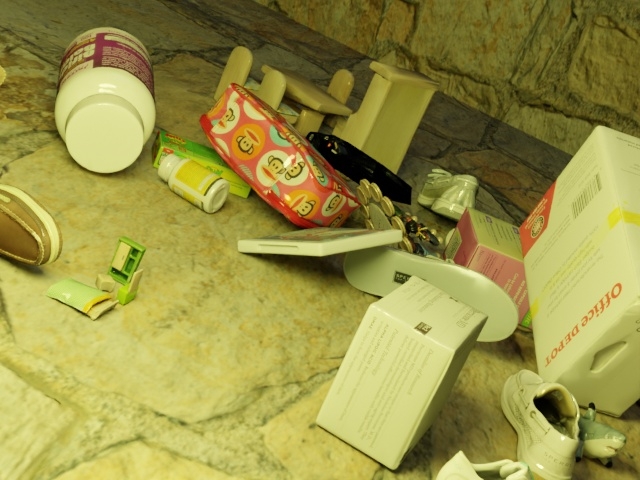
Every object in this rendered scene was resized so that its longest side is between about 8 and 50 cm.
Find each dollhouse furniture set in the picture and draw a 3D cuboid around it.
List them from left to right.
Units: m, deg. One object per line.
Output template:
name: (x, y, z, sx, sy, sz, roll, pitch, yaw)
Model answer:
dollhouse furniture set: (-0.279, 0.045, 1.415, 0.076, 0.059, 0.151, 28, 19, 10)
dollhouse furniture set: (0.036, -0.336, 2.497, 0.362, 0.257, 0.394, 4, 28, -47)

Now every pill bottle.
pill bottle: (-0.367, -0.238, 1.868, 0.169, 0.169, 0.301, 18, 25, -20)
pill bottle: (-0.217, -0.100, 1.860, 0.116, 0.065, 0.065, 31, 20, 17)

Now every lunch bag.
lunch bag: (-0.061, -0.140, 1.969, 0.293, 0.120, 0.258, 48, 12, 23)

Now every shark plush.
shark plush: (0.399, 0.273, 1.625, 0.073, 0.067, 0.161, 19, 20, -16)

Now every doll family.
doll family: (0.168, -0.014, 2.084, 0.193, 0.076, 0.111, 36, 2, 41)

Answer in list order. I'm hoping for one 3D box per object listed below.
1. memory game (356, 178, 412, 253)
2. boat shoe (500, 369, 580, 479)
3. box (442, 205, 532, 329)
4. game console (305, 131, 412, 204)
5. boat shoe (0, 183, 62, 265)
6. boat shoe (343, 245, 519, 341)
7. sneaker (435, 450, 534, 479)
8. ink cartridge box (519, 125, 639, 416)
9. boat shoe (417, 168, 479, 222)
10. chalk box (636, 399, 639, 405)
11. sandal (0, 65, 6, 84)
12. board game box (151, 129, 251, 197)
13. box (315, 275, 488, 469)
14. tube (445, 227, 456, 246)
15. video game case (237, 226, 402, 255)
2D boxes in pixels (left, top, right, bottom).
memory game: (0.115, -0.026, 1.943, 0.012, 0.186, 0.186, -27, 40, -14)
boat shoe: (0.327, 0.247, 1.562, 0.098, 0.096, 0.277, 22, 19, -8)
box: (0.370, 0.062, 2.070, 0.243, 0.117, 0.213, 21, 19, -7)
game console: (0.025, -0.154, 2.193, 0.213, 0.044, 0.361, 31, -6, -30)
boat shoe: (-0.445, -0.031, 1.391, 0.257, 0.095, 0.095, 27, 32, 25)
boat shoe: (0.190, 0.081, 1.817, 0.306, 0.113, 0.105, 15, 9, 22)
sneaker: (0.237, 0.307, 1.300, 0.212, 0.094, 0.080, 18, 19, -19)
ink cartridge box: (0.475, 0.051, 1.795, 0.160, 0.279, 0.385, 18, 45, -15)
boat shoe: (0.286, -0.103, 2.377, 0.118, 0.103, 0.320, 22, 6, -2)
chalk box: (0.563, 0.184, 1.962, 0.132, 0.132, 0.213, 6, 28, -42)
sandal: (-0.586, -0.301, 1.906, 0.079, 0.088, 0.240, 13, 17, -15)
board game box: (-0.215, -0.140, 2.001, 0.181, 0.043, 0.092, 19, 19, -19)
box: (0.106, 0.162, 1.386, 0.119, 0.182, 0.181, 29, 19, 14)
tube: (0.333, 0.001, 2.286, 0.240, 0.062, 0.070, -7, 70, -62)
video game case: (0.000, 0.000, 1.764, 0.183, 0.023, 0.201, 2, 8, 42)
